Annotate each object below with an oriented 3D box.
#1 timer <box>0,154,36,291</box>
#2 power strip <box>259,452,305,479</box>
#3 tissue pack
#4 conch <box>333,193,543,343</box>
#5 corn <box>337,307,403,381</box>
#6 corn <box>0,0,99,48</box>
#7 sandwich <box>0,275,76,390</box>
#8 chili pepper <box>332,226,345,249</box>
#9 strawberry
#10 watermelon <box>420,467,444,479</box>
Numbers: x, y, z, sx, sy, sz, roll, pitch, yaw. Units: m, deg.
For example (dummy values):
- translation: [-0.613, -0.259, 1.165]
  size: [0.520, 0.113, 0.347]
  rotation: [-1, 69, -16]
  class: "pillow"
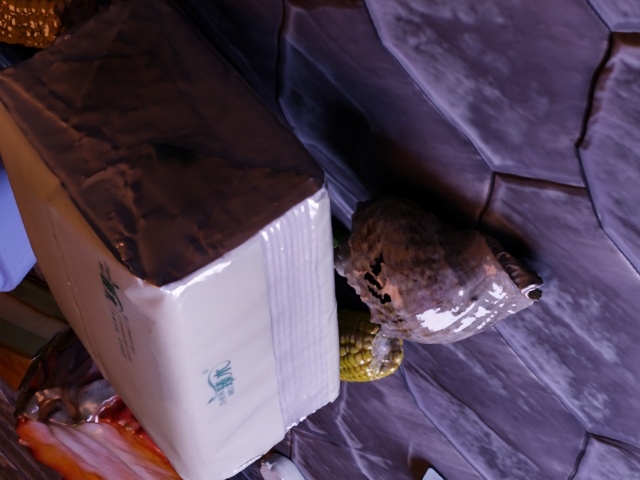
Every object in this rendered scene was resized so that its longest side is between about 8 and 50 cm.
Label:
- translation: [-0.471, -0.132, 1.902]
  size: [0.395, 0.173, 0.395]
  rotation: [32, 159, 14]
  class: "timer"
- translation: [-0.019, 0.340, 2.131]
  size: [0.047, 0.030, 0.191]
  rotation: [1, 131, 49]
  class: "power strip"
- translation: [-0.134, 0.006, 1.555]
  size: [0.297, 0.207, 0.380]
  rotation: [48, 160, 30]
  class: "tissue pack"
- translation: [0.106, 0.028, 1.507]
  size: [0.207, 0.130, 0.155]
  rotation: [2, 171, 22]
  class: "conch"
- translation: [-0.006, 0.106, 1.748]
  size: [0.238, 0.080, 0.080]
  rotation: [1, 131, 53]
  class: "corn"
- translation: [-0.346, -0.252, 1.669]
  size: [0.310, 0.101, 0.101]
  rotation: [20, 144, 40]
  class: "corn"
- translation: [-0.409, 0.086, 2.196]
  size: [0.187, 0.117, 0.144]
  rotation: [41, 149, 7]
  class: "sandwich"
- translation: [-0.001, -0.001, 1.647]
  size: [0.091, 0.030, 0.034]
  rotation: [14, 166, 46]
  class: "chili pepper"
- translation: [-0.229, 0.251, 2.178]
  size: [0.265, 0.149, 0.336]
  rotation: [-10, 134, 39]
  class: "strawberry"
- translation: [0.134, 0.298, 1.857]
  size: [0.061, 0.085, 0.085]
  rotation: [-9, 131, 13]
  class: "watermelon"
